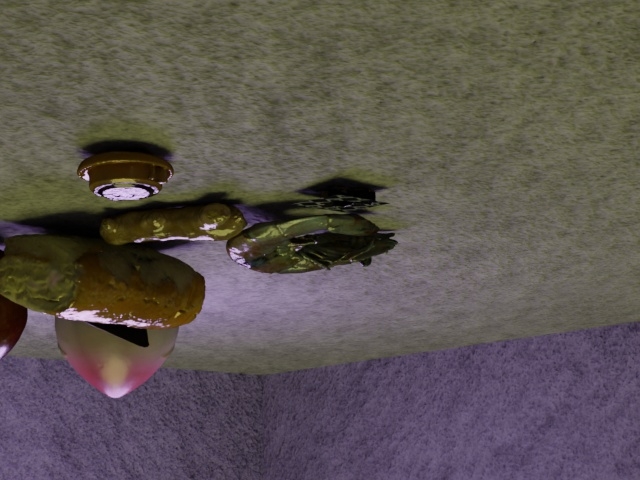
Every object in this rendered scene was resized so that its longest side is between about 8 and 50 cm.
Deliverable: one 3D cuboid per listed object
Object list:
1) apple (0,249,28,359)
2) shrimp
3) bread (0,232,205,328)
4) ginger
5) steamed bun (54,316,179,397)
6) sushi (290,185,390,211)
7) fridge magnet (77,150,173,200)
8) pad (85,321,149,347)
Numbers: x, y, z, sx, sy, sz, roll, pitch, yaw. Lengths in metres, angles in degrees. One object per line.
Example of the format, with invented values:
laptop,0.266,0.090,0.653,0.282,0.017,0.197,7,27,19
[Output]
apple,-0.719,0.128,2.034,0.288,0.288,0.317,-2,-173,5
shrimp,0.000,0.000,1.946,0.360,0.085,0.247,0,159,-29
bread,-0.418,0.079,2.034,0.237,0.165,0.375,8,176,35
ginger,-0.272,-0.026,1.861,0.299,0.065,0.118,-6,161,23
steamed bun,-0.475,0.223,2.435,0.309,0.309,0.309,0,167,0
sushi,0.033,-0.074,1.759,0.120,0.026,0.126,7,169,-38
fridge magnet,-0.291,-0.098,1.560,0.143,0.063,0.143,-4,168,-1
pad,-0.472,0.124,2.193,0.004,0.181,0.267,-43,130,18
